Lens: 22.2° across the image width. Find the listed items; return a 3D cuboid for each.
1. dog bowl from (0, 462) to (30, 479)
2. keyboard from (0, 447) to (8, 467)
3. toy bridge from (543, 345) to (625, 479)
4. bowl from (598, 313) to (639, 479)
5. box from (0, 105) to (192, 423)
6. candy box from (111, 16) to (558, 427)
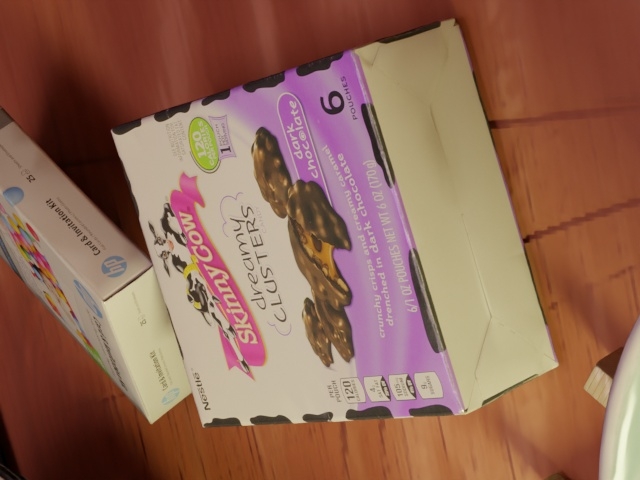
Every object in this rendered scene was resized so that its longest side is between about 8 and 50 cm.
[{"bbox_3d":[-0.178,0.339,0.960,0.408,0.150,0.408,-25,57,48],"label":"dog bowl"},{"bbox_3d":[-0.246,0.196,1.181,0.108,0.023,0.180,-8,100,43],"label":"keyboard"},{"bbox_3d":[0.142,0.071,0.684,0.063,0.026,0.188,42,134,25],"label":"toy bridge"},{"bbox_3d":[0.250,0.092,0.464,0.311,0.163,0.312,22,122,40],"label":"bowl"},{"bbox_3d":[-0.150,0.003,0.930,0.186,0.038,0.145,43,161,26],"label":"box"},{"bbox_3d":[0.000,0.000,0.777,0.196,0.070,0.165,-11,98,50],"label":"candy box"}]
